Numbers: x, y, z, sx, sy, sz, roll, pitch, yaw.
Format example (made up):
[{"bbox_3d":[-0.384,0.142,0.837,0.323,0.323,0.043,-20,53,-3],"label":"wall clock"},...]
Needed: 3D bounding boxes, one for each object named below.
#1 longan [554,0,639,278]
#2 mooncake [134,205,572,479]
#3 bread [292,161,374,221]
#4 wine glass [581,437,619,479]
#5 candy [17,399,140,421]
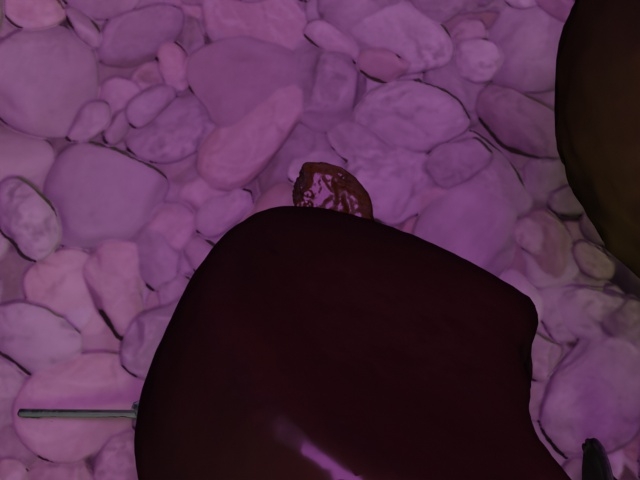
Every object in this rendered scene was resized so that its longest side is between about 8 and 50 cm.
[{"bbox_3d":[0.359,-0.109,1.152,0.391,0.391,0.391,1,69,-2],"label":"longan"},{"bbox_3d":[0.029,0.125,1.102,0.334,0.174,0.326,1,36,-41],"label":"mooncake"},{"bbox_3d":[0.000,0.000,1.263,0.082,0.060,0.113,29,72,9],"label":"bread"},{"bbox_3d":[0.305,0.183,1.182,0.222,0.103,0.103,-6,69,-3],"label":"wine glass"},{"bbox_3d":[-0.137,0.130,1.223,0.185,0.049,0.055,1,39,4],"label":"candy"}]
